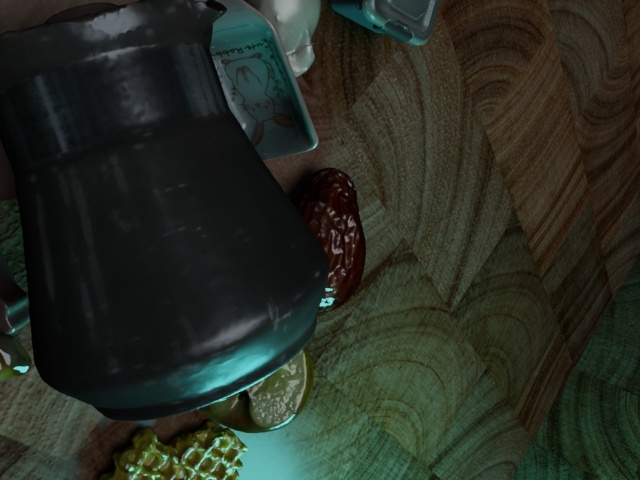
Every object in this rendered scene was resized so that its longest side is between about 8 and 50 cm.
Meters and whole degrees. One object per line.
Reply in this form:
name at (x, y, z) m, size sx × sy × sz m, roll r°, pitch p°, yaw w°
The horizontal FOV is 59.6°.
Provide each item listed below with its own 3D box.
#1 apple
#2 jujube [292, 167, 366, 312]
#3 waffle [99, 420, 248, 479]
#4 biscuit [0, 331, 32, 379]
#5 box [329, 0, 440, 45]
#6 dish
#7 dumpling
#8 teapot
apple at (-0.109, 0.213, 0.889) m, size 0.195 × 0.160 × 0.173 m, roll 29°, pitch 64°, yaw -6°
jujube at (0.000, 0.000, 0.929) m, size 0.168 × 0.168 × 0.236 m, roll 23°, pitch 75°, yaw -46°
waffle at (-0.233, 0.393, 0.922) m, size 0.253 × 0.056 × 0.249 m, roll -24°, pitch 122°, yaw -33°
biscuit at (-0.452, 0.146, 0.616) m, size 0.208 × 0.047 × 0.164 m, roll -36°, pitch 127°, yaw -29°
box at (0.118, -0.434, 0.873) m, size 0.162 × 0.130 × 0.227 m, roll 6°, pitch 101°, yaw -44°
dish at (-0.100, -0.222, 0.759) m, size 0.064 × 0.154 × 0.234 m, roll -74°, pitch 151°, yaw -43°
dumpling at (-0.068, -0.319, 0.775) m, size 0.150 × 0.092 × 0.176 m, roll -13°, pitch 125°, yaw -23°
teapot at (-0.204, -0.033, 0.570) m, size 0.305 × 0.376 × 0.361 m, roll -57°, pitch 131°, yaw -74°
